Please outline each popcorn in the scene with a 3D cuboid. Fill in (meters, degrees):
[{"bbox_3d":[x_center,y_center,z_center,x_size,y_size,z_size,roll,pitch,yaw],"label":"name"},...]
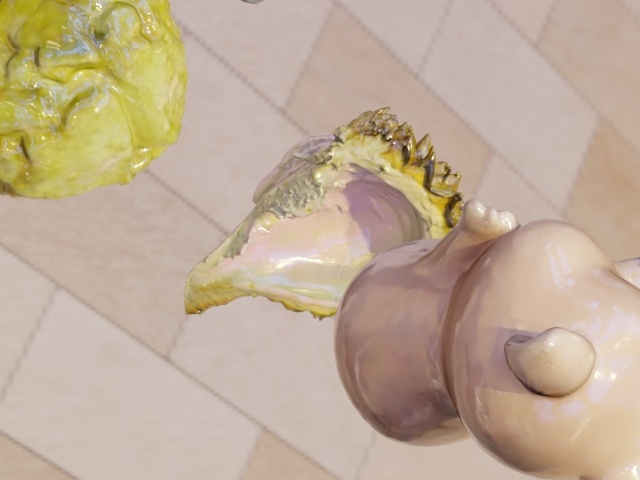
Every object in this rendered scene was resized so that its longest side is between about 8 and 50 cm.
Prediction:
[{"bbox_3d":[-0.114,-0.073,0.760,0.106,0.116,0.120,33,66,-44],"label":"popcorn"}]

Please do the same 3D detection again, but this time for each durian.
[{"bbox_3d":[-0.003,-0.012,1.061,0.140,0.224,0.078,43,38,-33],"label":"durian"}]

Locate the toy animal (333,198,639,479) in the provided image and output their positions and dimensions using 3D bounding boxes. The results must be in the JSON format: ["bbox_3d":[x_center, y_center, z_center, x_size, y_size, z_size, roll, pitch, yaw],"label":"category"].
[{"bbox_3d":[0.055,0.038,0.526,0.083,0.150,0.089,22,83,-27],"label":"toy animal"}]

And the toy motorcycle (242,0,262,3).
[{"bbox_3d":[-0.065,-0.320,1.401,0.171,0.110,0.260,40,49,-25],"label":"toy motorcycle"}]
